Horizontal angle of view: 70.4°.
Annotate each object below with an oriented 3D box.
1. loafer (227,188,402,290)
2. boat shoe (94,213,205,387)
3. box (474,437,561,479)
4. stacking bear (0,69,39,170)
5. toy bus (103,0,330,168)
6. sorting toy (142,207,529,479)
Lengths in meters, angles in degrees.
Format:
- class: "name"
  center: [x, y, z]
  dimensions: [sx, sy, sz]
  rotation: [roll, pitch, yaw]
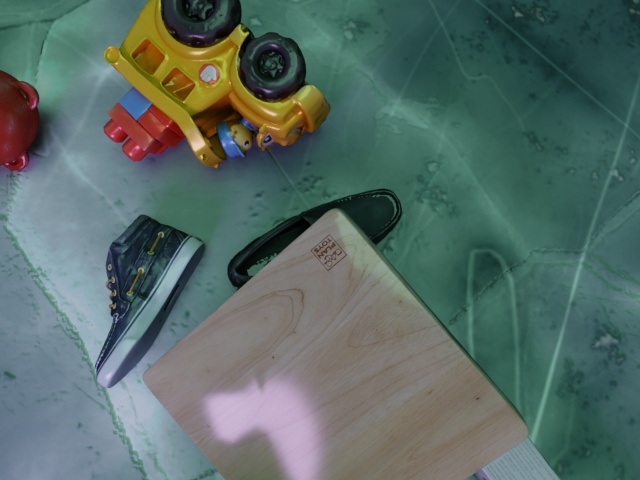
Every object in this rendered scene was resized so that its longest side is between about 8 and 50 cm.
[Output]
- class: "loafer"
  center: [0.000, 0.000, 0.524]
  dimensions: [0.224, 0.078, 0.076]
  rotation: [-26, 83, -11]
- class: "boat shoe"
  center: [-0.209, 0.062, 0.500]
  dimensions: [0.083, 0.065, 0.183]
  rotation: [27, 70, 1]
- class: "box"
  center: [0.196, 0.235, 0.505]
  dimensions: [0.067, 0.063, 0.323]
  rotation: [-37, 84, -13]
- class: "stacking bear"
  center: [-0.454, -0.168, 0.473]
  dimensions: [0.289, 0.164, 0.175]
  rotation: [22, 109, -13]
- class: "toy bus"
  center: [-0.129, -0.159, 0.520]
  dimensions: [0.220, 0.149, 0.211]
  rotation: [41, 90, 0]
- class: "sorting toy"
  center: [0.009, 0.143, 0.452]
  dimensions: [0.257, 0.089, 0.255]
  rotation: [-41, 88, 12]
